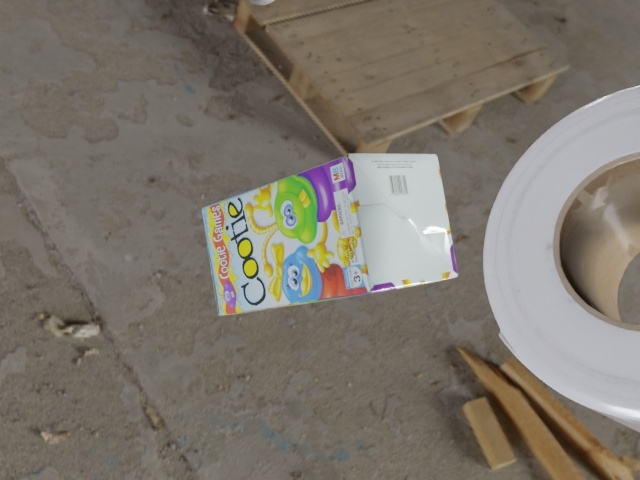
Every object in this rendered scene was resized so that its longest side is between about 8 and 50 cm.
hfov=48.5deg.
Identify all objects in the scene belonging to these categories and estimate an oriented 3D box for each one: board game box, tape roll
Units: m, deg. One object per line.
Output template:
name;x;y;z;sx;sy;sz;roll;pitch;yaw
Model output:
board game box;0.000;0.000;0.834;0.144;0.275;0.142;-6;85;-41
tape roll;0.269;0.025;0.541;0.169;0.246;0.246;30;36;-49

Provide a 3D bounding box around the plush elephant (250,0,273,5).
plush elephant;-0.069;-0.546;0.982;0.330;0.272;0.255;43;61;-7
